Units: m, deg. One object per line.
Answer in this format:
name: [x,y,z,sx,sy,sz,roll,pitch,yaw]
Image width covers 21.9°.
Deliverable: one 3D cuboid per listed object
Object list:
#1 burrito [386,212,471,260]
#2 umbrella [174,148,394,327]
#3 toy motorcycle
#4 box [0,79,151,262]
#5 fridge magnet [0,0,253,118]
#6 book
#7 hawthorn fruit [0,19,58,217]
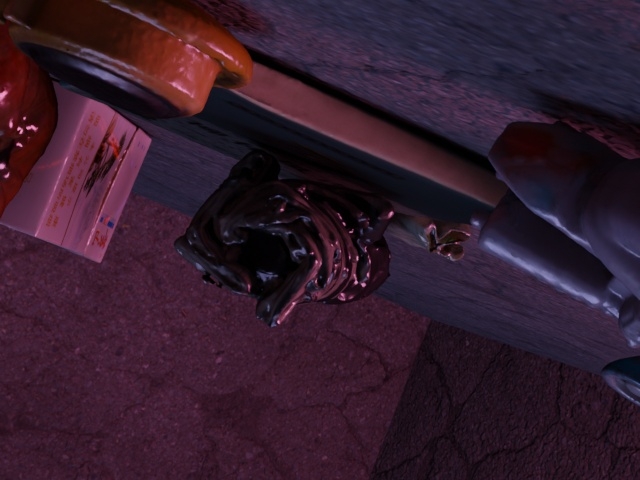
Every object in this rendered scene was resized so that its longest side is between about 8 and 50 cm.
burrito: [0.086,-0.012,1.314,0.074,0.044,0.118,32,175,-24]
umbrella: [-0.003,-0.005,1.213,0.113,0.106,0.357,30,-175,10]
toy motorcycle: [0.181,0.010,0.715,0.260,0.110,0.171,28,164,31]
box: [-0.252,-0.066,1.670,0.067,0.149,0.233,24,177,10]
fridge magnet: [-0.104,-0.106,0.854,0.143,0.063,0.143,22,173,3]
book: [-0.017,-0.070,1.151,0.264,0.031,0.379,22,177,-22]
hawthorn fruit: [-0.304,-0.107,1.063,0.262,0.210,0.210,33,-178,24]
